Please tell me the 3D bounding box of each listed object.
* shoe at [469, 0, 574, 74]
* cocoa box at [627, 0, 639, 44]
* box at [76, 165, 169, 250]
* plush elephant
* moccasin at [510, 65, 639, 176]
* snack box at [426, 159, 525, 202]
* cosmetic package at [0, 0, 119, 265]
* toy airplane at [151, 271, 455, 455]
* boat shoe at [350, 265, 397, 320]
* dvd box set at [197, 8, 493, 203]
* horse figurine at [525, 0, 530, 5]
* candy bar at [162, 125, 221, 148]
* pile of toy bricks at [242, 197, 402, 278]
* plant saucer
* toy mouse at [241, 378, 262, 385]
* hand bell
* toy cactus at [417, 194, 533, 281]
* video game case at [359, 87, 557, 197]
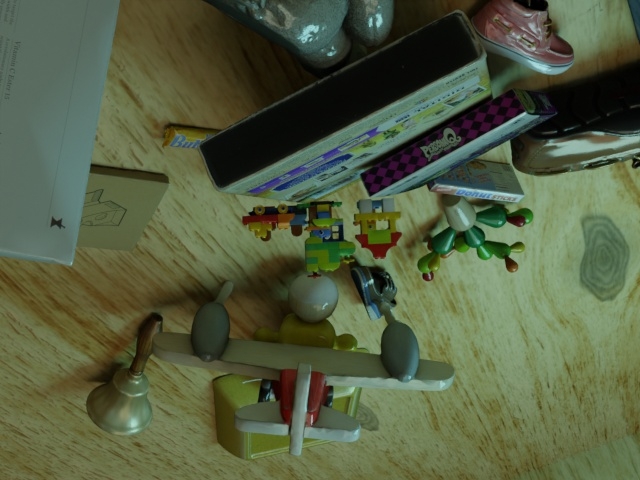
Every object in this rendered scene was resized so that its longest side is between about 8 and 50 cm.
[{"bbox_3d":[0.282,-0.276,1.176,0.178,0.063,0.081,10,143,-29],"label":"shoe"},{"bbox_3d":[0.543,-0.242,1.088,0.228,0.347,0.231,-27,145,14],"label":"cocoa box"},{"bbox_3d":[-0.335,-0.046,1.267,0.201,0.021,0.164,6,140,-32],"label":"box"},{"bbox_3d":[-0.016,-0.319,0.835,0.272,0.330,0.255,29,94,-6],"label":"plush elephant"},{"bbox_3d":[0.475,-0.169,1.350,0.380,0.139,0.147,-16,147,-1],"label":"moccasin"},{"bbox_3d":[0.238,-0.098,1.411,0.178,0.064,0.022,5,144,-30],"label":"snack box"},{"bbox_3d":[-0.329,-0.185,0.777,0.284,0.377,0.097,13,174,-35],"label":"cosmetic package"},{"bbox_3d":[-0.029,0.188,1.497,0.384,0.272,0.386,9,-177,45],"label":"toy airplane"},{"bbox_3d":[0.100,0.084,1.621,0.066,0.066,0.183,-24,155,0],"label":"boat shoe"},{"bbox_3d":[0.060,-0.140,1.096,0.308,0.062,0.420,-25,175,12],"label":"dvd box set"},{"bbox_3d":[0.280,-0.393,1.008,0.174,0.066,0.263,-9,144,-3],"label":"horse figurine"},{"bbox_3d":[-0.140,-0.134,1.232,0.161,0.018,0.040,4,141,-30],"label":"candy bar"},{"bbox_3d":[0.000,0.000,1.243,0.212,0.105,0.118,-3,180,-5],"label":"pile of toy bricks"},{"bbox_3d":[-0.057,0.373,1.944,0.333,0.081,0.332,-10,146,-11],"label":"plant saucer"},{"bbox_3d":[-0.054,0.253,1.788,0.161,0.031,0.143,31,107,-27],"label":"toy mouse"},{"bbox_3d":[-0.325,0.224,1.612,0.126,0.126,0.242,7,127,-32],"label":"hand bell"},{"bbox_3d":[0.251,-0.009,1.529,0.219,0.112,0.180,-20,138,19],"label":"toy cactus"},{"bbox_3d":[0.191,-0.131,1.217,0.232,0.041,0.210,-28,174,26],"label":"video game case"}]
